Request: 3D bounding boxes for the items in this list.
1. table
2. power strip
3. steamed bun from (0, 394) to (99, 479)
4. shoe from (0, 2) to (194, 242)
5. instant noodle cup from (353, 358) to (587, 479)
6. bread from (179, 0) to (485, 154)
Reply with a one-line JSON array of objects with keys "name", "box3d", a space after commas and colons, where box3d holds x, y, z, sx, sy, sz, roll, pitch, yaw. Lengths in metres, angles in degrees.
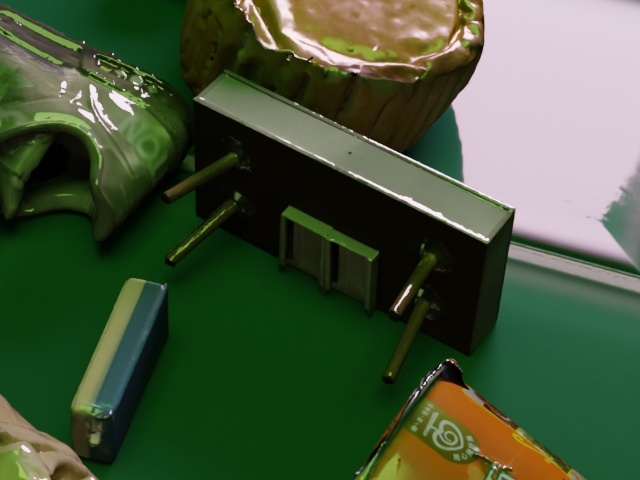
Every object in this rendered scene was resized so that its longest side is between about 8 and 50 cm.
[{"name": "table", "box3d": [0.000, 0.000, 1.160, 0.240, 0.121, 0.111, 27, 53, 21]}, {"name": "power strip", "box3d": [-0.135, 0.087, 1.119, 0.032, 0.056, 0.123, 13, 50, 8]}, {"name": "steamed bun", "box3d": [-0.188, 0.221, 0.877, 0.203, 0.276, 0.289, 7, 23, -11]}, {"name": "shoe", "box3d": [-0.249, -0.090, 1.235, 0.293, 0.109, 0.149, 18, 44, 8]}, {"name": "instant noodle cup", "box3d": [0.088, 0.207, 0.924, 0.182, 0.230, 0.230, 31, 54, 12]}, {"name": "bread", "box3d": [0.011, -0.182, 1.291, 0.227, 0.142, 0.253, 10, 58, -14]}]
